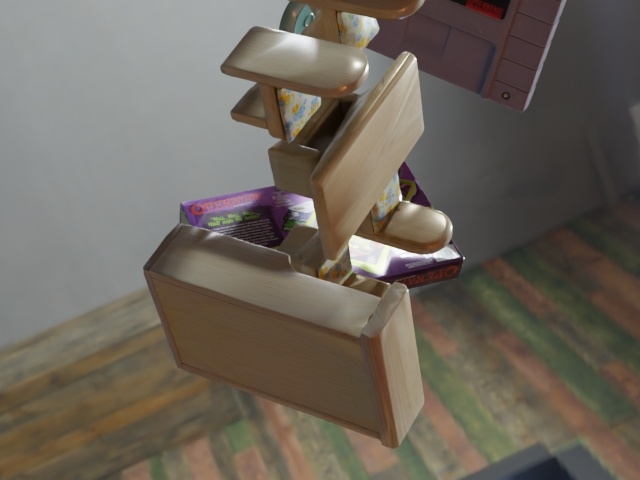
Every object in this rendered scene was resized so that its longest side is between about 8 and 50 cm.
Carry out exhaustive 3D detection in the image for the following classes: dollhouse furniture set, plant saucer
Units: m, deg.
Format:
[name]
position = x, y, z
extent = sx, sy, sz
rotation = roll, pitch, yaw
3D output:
[dollhouse furniture set]
position = 0.043, -0.024, 1.318
extent = 0.256, 0.394, 0.362
rotation = 17, -38, 25
[plant saucer]
position = -0.027, -0.388, 2.226
extent = 0.021, 0.119, 0.119
rotation = 33, -20, 23

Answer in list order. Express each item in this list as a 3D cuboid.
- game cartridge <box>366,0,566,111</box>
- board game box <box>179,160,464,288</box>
[game cartridge]
position = 0.176, -0.357, 1.884
extent = 0.355, 0.068, 0.230
rotation = 25, -52, 15
[board game box]
position = 0.000, 0.000, 1.765
extent = 0.056, 0.346, 0.208
rotation = 103, -30, -49
